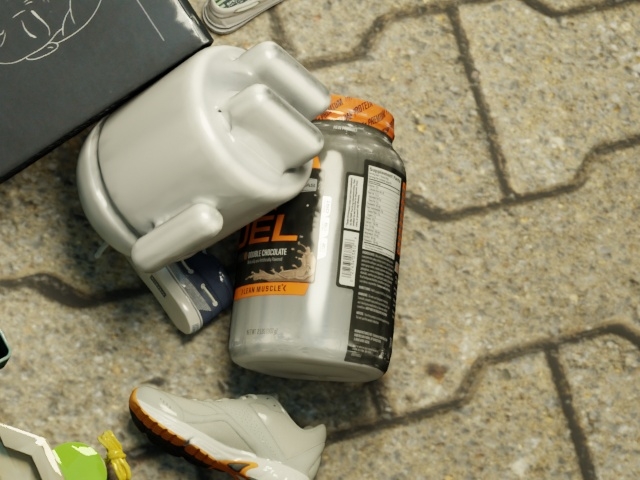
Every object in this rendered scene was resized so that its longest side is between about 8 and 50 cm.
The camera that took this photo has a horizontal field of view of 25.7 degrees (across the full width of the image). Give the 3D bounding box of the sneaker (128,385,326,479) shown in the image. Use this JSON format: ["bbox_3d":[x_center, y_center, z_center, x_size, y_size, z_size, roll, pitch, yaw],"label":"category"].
[{"bbox_3d":[-0.113,0.232,1.771,0.262,0.099,0.121,28,67,-12],"label":"sneaker"}]

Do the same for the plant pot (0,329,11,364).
[{"bbox_3d":[-0.468,0.116,1.643,0.165,0.234,0.166,-27,84,-15],"label":"plant pot"}]

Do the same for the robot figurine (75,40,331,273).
[{"bbox_3d":[-0.150,-0.096,1.661,0.200,0.353,0.300,41,41,-27],"label":"robot figurine"}]

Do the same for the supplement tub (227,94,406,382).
[{"bbox_3d":[0.000,0.000,1.775,0.207,0.207,0.338,8,76,-9],"label":"supplement tub"}]

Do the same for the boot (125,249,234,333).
[{"bbox_3d":[-0.189,0.024,1.814,0.086,0.069,0.190,-32,88,-29],"label":"boot"}]

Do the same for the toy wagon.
[{"bbox_3d":[-0.394,0.334,1.699,0.344,0.068,0.267,-24,84,-16],"label":"toy wagon"}]

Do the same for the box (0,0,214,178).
[{"bbox_3d":[-0.371,-0.252,1.675,0.395,0.212,0.293,-32,97,3],"label":"box"}]

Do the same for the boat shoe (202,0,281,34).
[{"bbox_3d":[-0.063,-0.363,1.908,0.083,0.076,0.226,44,74,0],"label":"boat shoe"}]
